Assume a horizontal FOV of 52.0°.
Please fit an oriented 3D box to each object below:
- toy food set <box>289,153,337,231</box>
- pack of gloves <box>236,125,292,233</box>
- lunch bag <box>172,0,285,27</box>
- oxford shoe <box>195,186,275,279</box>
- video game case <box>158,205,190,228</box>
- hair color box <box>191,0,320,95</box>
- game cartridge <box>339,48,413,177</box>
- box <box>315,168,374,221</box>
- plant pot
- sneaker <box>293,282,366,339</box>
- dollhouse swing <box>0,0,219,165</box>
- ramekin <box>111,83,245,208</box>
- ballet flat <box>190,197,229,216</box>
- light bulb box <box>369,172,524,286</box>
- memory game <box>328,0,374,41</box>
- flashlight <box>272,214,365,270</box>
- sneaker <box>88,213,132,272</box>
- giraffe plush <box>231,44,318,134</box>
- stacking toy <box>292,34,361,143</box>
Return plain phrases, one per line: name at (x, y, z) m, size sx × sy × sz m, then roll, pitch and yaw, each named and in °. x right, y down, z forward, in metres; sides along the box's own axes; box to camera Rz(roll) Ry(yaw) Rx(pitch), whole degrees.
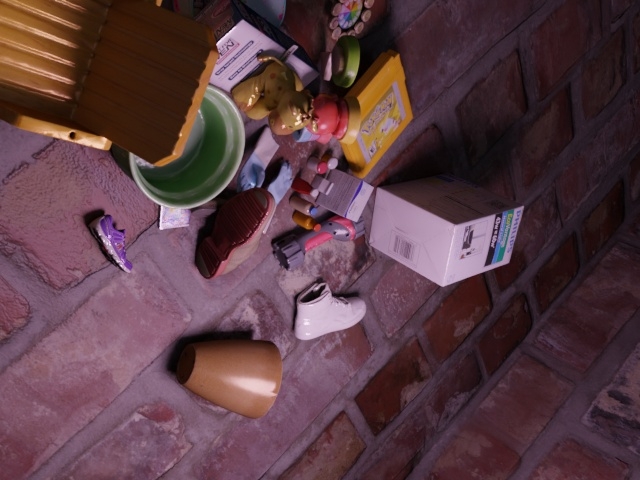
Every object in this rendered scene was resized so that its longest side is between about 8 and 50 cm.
toy food set at (-0.010, -0.150, 1.959) m, size 0.111 × 0.104 × 0.232 m, roll 31°, pitch 89°, yaw -47°
pack of gloves at (-0.139, -0.166, 1.812) m, size 0.195 × 0.046 × 0.232 m, roll 56°, pitch 48°, yaw -43°
lunch bag at (-0.208, -0.608, 1.528) m, size 0.279 × 0.108 × 0.224 m, roll -9°, pitch 118°, yaw -40°
oxford shoe at (-0.210, -0.028, 1.766) m, size 0.130 × 0.123 × 0.348 m, roll -13°, pitch 157°, yaw -48°
video game case at (-0.379, -0.091, 1.714) m, size 0.087 × 0.011 × 0.122 m, roll -10°, pitch 118°, yaw -40°
hair color box at (-0.166, -0.433, 1.556) m, size 0.174 × 0.105 × 0.347 m, roll -37°, pitch 159°, yaw 19°
game cartridge at (0.164, -0.377, 1.981) m, size 0.285 × 0.053 × 0.323 m, roll -51°, pitch 154°, yaw -11°
box at (0.074, -0.140, 2.020) m, size 0.072 × 0.137 × 0.126 m, roll 22°, pitch 95°, yaw -48°
plant pot at (-0.281, 0.384, 1.929) m, size 0.254 × 0.237 × 0.237 m, roll 21°, pitch 97°, yaw -32°
sneaker at (0.043, 0.212, 2.202) m, size 0.293 × 0.108 × 0.169 m, roll -19°, pitch 127°, yaw -34°
dollhouse swing at (-0.433, -0.343, 1.261) m, size 0.315 × 0.305 × 0.346 m, roll 11°, pitch 107°, yaw -49°
ramekin at (-0.346, -0.240, 1.565) m, size 0.303 × 0.148 × 0.303 m, roll -22°, pitch 125°, yaw -34°
ballet flat at (-0.251, -0.094, 1.799) m, size 0.250 × 0.084 × 0.058 m, roll 2°, pitch 67°, yaw -43°
light bulb box at (0.424, -0.052, 2.234) m, size 0.361 × 0.358 × 0.225 m, roll -14°, pitch 122°, yaw -37°
memory game at (0.088, -0.635, 1.822) m, size 0.186 × 0.012 × 0.186 m, roll -39°, pitch 151°, yaw -27°
flashlight at (0.000, 0.000, 2.054) m, size 0.304 × 0.103 × 0.103 m, roll -30°, pitch 132°, yaw -30°
sneaker at (-0.500, 0.010, 1.617) m, size 0.071 × 0.068 × 0.169 m, roll -41°, pitch 133°, yaw -28°
giraffe plush at (-0.081, -0.320, 1.537) m, size 0.181 × 0.170 × 0.210 m, roll -9°, pitch 152°, yaw -42°
stacking toy at (-0.008, -0.392, 1.728) m, size 0.131 × 0.309 × 0.279 m, roll 1°, pitch 94°, yaw -20°
